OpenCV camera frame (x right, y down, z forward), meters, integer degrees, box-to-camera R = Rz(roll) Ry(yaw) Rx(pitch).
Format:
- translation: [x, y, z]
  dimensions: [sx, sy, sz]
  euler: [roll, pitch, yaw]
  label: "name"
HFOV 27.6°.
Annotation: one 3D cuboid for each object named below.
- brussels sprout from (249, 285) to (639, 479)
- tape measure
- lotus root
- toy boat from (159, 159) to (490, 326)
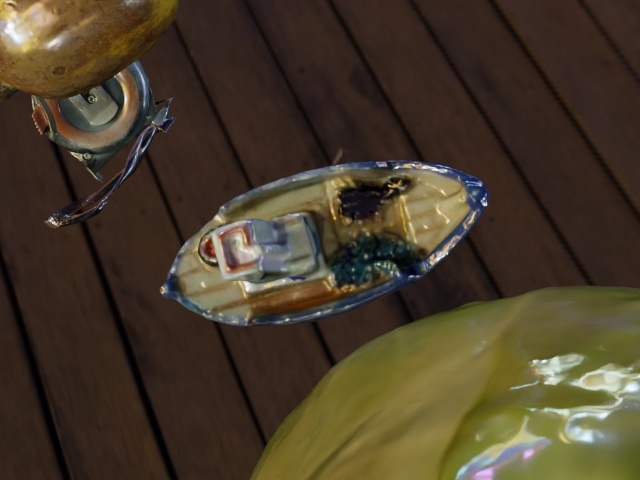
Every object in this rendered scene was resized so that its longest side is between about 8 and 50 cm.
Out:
- translation: [0.102, 0.154, 0.420]
  dimensions: [0.328, 0.328, 0.247]
  euler: [27, 48, 14]
  label: "brussels sprout"
- translation: [-0.183, -0.093, 1.017]
  dimensions: [0.104, 0.107, 0.180]
  euler: [-38, 19, 16]
  label: "tape measure"
- translation: [-0.186, -0.171, 0.952]
  dimensions: [0.209, 0.120, 0.120]
  euler: [-33, 61, 9]
  label: "lotus root"
- translation: [0.000, 0.000, 0.992]
  dimensions: [0.262, 0.115, 0.114]
  euler: [-16, 82, -1]
  label: "toy boat"
